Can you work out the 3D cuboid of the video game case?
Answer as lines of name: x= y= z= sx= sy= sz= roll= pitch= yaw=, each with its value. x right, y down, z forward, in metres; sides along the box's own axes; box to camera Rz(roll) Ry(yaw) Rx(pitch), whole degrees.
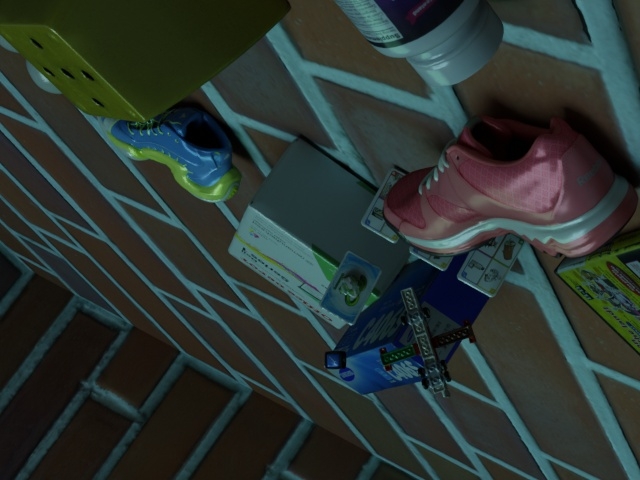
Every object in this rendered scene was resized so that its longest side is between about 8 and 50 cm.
video game case: x=0.391 y=0.097 z=1.365 sx=0.275 sy=0.035 sz=0.248 roll=43 pitch=163 yaw=-5

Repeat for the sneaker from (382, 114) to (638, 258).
sneaker: x=0.162 y=-0.069 z=1.318 sx=0.314 sy=0.116 sz=0.136 roll=0 pitch=132 yaw=53

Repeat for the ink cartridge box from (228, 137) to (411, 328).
ink cartridge box: x=0.000 y=0.000 z=1.779 sx=0.201 sy=0.117 sz=0.278 roll=35 pitch=165 yaw=-1

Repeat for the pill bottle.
pill bottle: x=0.060 y=-0.212 z=1.056 sx=0.108 sy=0.108 sz=0.193 roll=14 pitch=154 yaw=52

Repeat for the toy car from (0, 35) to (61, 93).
toy car: x=-0.295 y=-0.274 z=1.583 sx=0.182 sy=0.159 sz=0.136 roll=52 pitch=-168 yaw=-47

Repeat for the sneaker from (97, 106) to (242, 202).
sneaker: x=-0.204 y=-0.155 z=1.847 sx=0.240 sy=0.091 sz=0.126 roll=31 pitch=145 yaw=15

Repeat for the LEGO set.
LEGO set: x=0.106 y=0.065 z=1.569 sx=0.182 sy=0.244 sz=0.060 roll=29 pitch=-175 yaw=16

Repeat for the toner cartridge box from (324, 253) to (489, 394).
toner cartridge box: x=0.115 y=0.107 z=1.775 sx=0.075 sy=0.165 sz=0.348 roll=37 pitch=164 yaw=-5

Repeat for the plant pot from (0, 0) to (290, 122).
plant pot: x=-0.201 y=-0.238 z=1.370 sx=0.212 sy=0.187 sz=0.212 roll=12 pitch=153 yaw=53
